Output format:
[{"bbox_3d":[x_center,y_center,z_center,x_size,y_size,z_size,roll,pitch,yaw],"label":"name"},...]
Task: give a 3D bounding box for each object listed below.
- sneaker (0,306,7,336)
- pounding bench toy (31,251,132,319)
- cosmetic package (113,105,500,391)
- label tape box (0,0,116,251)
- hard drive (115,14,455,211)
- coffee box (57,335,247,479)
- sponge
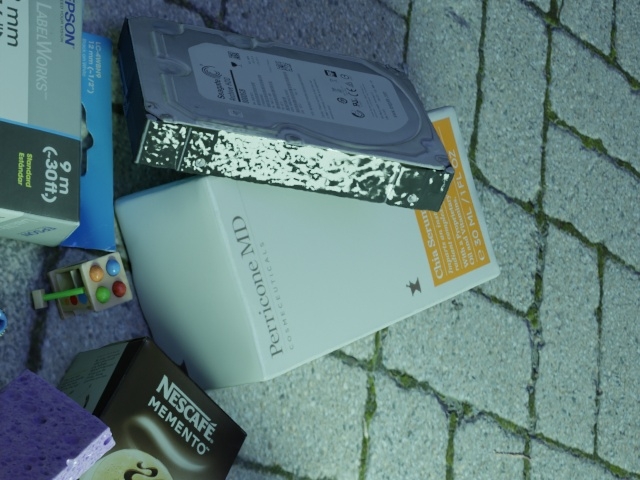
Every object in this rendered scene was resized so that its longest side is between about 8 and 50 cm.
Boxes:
[{"bbox_3d":[-0.380,0.061,1.334,0.221,0.087,0.083,8,74,-46],"label":"sneaker"},{"bbox_3d":[-0.244,0.050,1.502,0.083,0.065,0.052,-21,96,-48],"label":"pounding bench toy"},{"bbox_3d":[0.000,0.000,1.711,0.453,0.161,0.230,-21,96,-47],"label":"cosmetic package"},{"bbox_3d":[-0.311,-0.135,1.441,0.348,0.115,0.249,11,73,-44],"label":"label tape box"},{"bbox_3d":[-0.043,-0.141,1.591,0.339,0.064,0.237,8,32,-18],"label":"hard drive"},{"bbox_3d":[-0.216,0.263,1.438,0.168,0.119,0.297,47,50,-26],"label":"coffee box"},{"bbox_3d":[-0.300,0.217,1.333,0.210,0.117,0.031,-44,149,-29],"label":"sponge"}]
